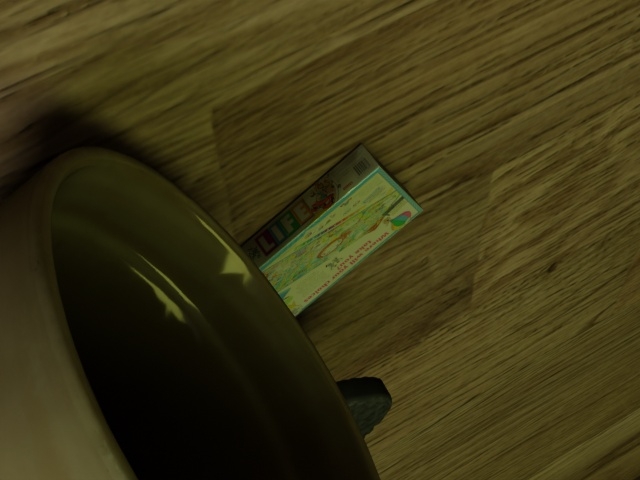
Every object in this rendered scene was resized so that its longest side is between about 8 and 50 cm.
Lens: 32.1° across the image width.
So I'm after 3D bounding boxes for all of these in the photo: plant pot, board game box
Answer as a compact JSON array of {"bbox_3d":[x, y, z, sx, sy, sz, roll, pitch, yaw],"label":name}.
[{"bbox_3d":[-0.150,0.157,0.637,0.280,0.323,0.323,-34,152,14],"label":"plant pot"},{"bbox_3d":[0.000,0.000,0.885,0.154,0.026,0.103,-40,151,7],"label":"board game box"}]

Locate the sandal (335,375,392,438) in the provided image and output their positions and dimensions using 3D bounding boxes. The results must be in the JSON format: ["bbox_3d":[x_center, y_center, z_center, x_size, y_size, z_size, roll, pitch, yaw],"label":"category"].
[{"bbox_3d":[-0.151,0.203,0.970,0.445,0.107,0.167,-29,154,13],"label":"sandal"}]
